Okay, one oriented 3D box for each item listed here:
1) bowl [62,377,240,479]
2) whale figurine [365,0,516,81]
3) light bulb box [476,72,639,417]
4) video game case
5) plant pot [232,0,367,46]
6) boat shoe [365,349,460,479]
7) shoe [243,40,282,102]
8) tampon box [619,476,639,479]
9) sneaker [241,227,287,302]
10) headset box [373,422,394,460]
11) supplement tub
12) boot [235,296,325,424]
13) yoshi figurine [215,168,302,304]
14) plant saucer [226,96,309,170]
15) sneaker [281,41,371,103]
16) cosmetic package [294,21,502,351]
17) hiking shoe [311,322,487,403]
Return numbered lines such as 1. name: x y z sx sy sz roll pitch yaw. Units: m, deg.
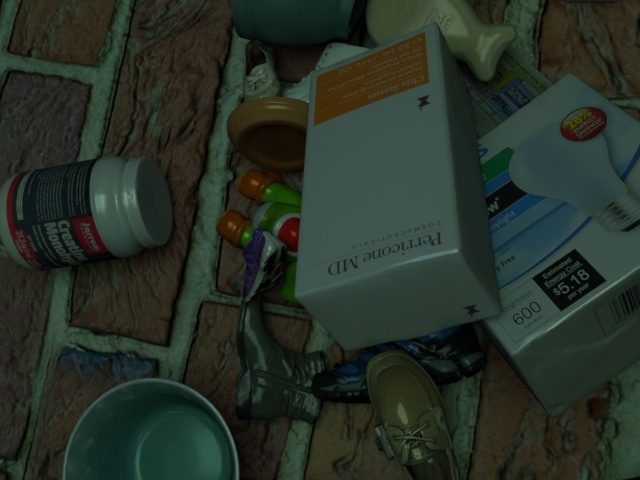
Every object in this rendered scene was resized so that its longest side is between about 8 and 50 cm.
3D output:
1. bowl: -0.268 0.394 1.256 0.311 0.163 0.311 -2 81 10
2. whale figurine: 0.215 -0.384 1.289 0.272 0.141 0.216 31 106 16
3. light bulb box: 0.363 -0.003 1.088 0.358 0.225 0.361 -36 45 4
4. video game case: 0.300 -0.255 1.282 0.193 0.023 0.212 -34 64 -5
5. plant pot: -0.009 -0.474 1.288 0.196 0.293 0.293 20 86 5
6. boat shoe: 0.158 0.315 1.153 0.109 0.098 0.302 -20 108 5
7. shoe: -0.117 -0.304 1.326 0.076 0.058 0.219 -27 36 15
8. tampon box: 0.551 0.419 1.114 0.161 0.120 0.101 -14 78 9
9. sneaker: -0.103 0.040 1.225 0.068 0.170 0.071 -26 62 -37
10. headset box: 0.135 0.339 1.253 0.083 0.032 0.062 -25 78 5
11. supplement tub: -0.434 -0.052 1.343 0.272 0.191 0.191 -9 80 10
12. boot: -0.069 0.207 1.303 0.161 0.083 0.246 0 81 -1
13. yoshi figurine: 0.007 0.013 1.285 0.362 0.203 0.203 28 47 27
14. plant saucer: -0.069 -0.181 1.287 0.200 0.200 0.037 -2 63 11
15. sneaker: -0.015 -0.278 1.354 0.292 0.108 0.169 -2 63 19
16. cosmetic package: 0.107 -0.090 1.051 0.230 0.161 0.453 -18 47 22
17. hiking shoe: 0.127 0.200 1.249 0.304 0.113 0.132 -13 69 0
